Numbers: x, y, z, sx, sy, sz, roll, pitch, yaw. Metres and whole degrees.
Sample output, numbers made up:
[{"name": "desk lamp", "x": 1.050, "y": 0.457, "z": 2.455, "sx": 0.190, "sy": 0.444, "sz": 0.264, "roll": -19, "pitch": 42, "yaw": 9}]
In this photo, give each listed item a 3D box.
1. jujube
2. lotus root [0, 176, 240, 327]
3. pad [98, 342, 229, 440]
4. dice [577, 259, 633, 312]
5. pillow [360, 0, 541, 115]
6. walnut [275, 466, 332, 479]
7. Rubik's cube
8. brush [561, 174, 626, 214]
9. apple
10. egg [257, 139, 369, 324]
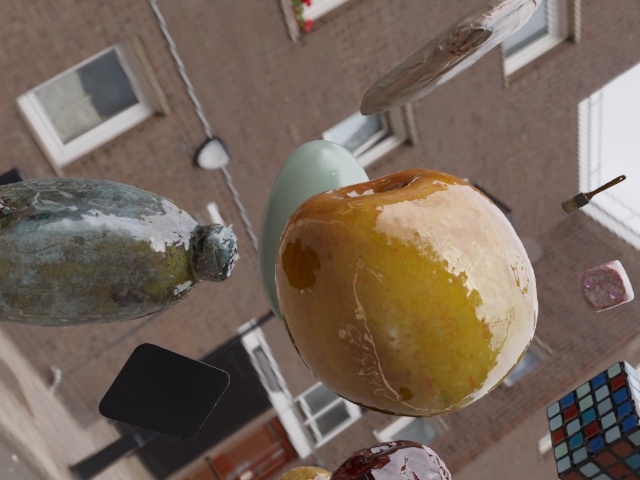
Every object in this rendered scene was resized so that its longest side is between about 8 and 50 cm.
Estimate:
[{"name": "jujube", "x": 0.102, "y": 0.425, "z": 1.430, "sx": 0.183, "sy": 0.243, "sz": 0.183, "roll": 10, "pitch": -73, "yaw": 33}, {"name": "lotus root", "x": -0.269, "y": 0.016, "z": 1.008, "sx": 0.175, "sy": 0.350, "sz": 0.175, "roll": -177, "pitch": -90, "yaw": -78}, {"name": "pad", "x": -0.320, "y": 0.319, "z": 1.836, "sx": 0.267, "sy": 0.181, "sz": 0.004, "roll": 32, "pitch": 3, "yaw": -43}, {"name": "dice", "x": 0.606, "y": 0.098, "z": 1.877, "sx": 0.093, "sy": 0.094, "sz": 0.091, "roll": -4, "pitch": 70, "yaw": -64}, {"name": "pillow", "x": 0.187, "y": -0.272, "z": 1.283, "sx": 0.270, "sy": 0.173, "sz": 0.067, "roll": -28, "pitch": -83, "yaw": 51}, {"name": "walnut", "x": -0.022, "y": 0.565, "z": 1.809, "sx": 0.195, "sy": 0.195, "sz": 0.221, "roll": 49, "pitch": -7, "yaw": 30}, {"name": "Rubik's cube", "x": 0.533, "y": 0.360, "z": 1.558, "sx": 0.187, "sy": 0.182, "sz": 0.184, "roll": 41, "pitch": 28, "yaw": -15}, {"name": "brush", "x": 0.676, "y": -0.117, "z": 2.172, "sx": 0.043, "sy": 0.170, "sz": 0.014, "roll": 42, "pitch": 30, "yaw": -34}, {"name": "apple", "x": 0.096, "y": 0.049, "z": 1.025, "sx": 0.299, "sy": 0.299, "sz": 0.275, "roll": 27, "pitch": -36, "yaw": 64}, {"name": "egg", "x": 0.000, "y": 0.000, "z": 1.613, "sx": 0.230, "sy": 0.230, "sz": 0.371, "roll": -147, "pitch": -124, "yaw": -59}]
